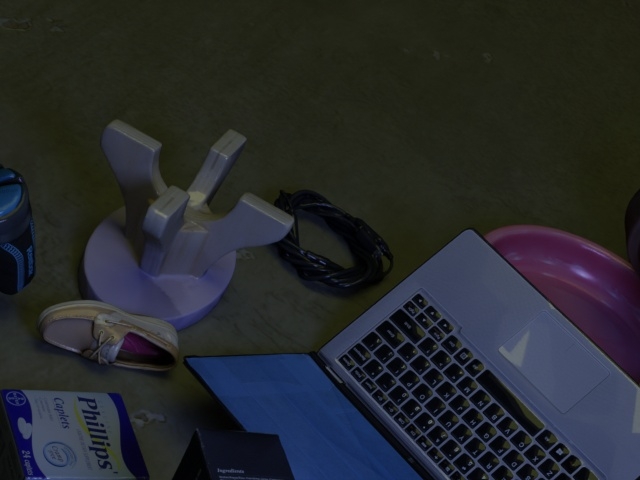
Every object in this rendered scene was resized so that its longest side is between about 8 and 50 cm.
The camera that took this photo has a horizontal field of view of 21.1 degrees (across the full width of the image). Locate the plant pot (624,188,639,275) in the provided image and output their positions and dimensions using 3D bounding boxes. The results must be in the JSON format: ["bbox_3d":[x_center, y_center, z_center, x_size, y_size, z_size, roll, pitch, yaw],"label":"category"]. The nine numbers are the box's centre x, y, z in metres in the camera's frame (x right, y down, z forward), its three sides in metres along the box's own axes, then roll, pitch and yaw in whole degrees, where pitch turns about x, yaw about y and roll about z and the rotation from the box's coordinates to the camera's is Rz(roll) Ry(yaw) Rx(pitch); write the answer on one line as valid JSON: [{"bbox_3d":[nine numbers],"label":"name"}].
[{"bbox_3d":[0.531,0.056,2.245,0.263,0.263,0.229,18,51,-12],"label":"plant pot"}]

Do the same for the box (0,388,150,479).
[{"bbox_3d":[-0.261,0.220,1.762,0.137,0.072,0.126,5,39,-30],"label":"box"}]

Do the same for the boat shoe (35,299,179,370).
[{"bbox_3d":[-0.235,0.112,1.938,0.170,0.063,0.059,10,31,-25],"label":"boat shoe"}]

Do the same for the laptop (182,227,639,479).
[{"bbox_3d":[0.136,0.178,1.928,0.408,0.236,0.382,-39,63,-11],"label":"laptop"}]

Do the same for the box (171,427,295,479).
[{"bbox_3d":[-0.084,0.286,1.603,0.093,0.156,0.158,7,38,-28],"label":"box"}]

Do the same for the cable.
[{"bbox_3d":[0.000,0.000,2.276,0.184,0.047,0.150,44,42,21],"label":"cable"}]

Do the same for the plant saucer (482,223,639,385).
[{"bbox_3d":[0.336,0.113,2.302,0.332,0.084,0.332,18,34,-13],"label":"plant saucer"}]

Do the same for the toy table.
[{"bbox_3d":[-0.172,-0.021,2.077,0.252,0.161,0.274,23,32,-5],"label":"toy table"}]

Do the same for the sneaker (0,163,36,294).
[{"bbox_3d":[-0.460,-0.039,1.959,0.340,0.140,0.125,25,50,33],"label":"sneaker"}]

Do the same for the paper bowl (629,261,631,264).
[{"bbox_3d":[0.611,0.043,2.527,0.284,0.148,0.284,17,35,-12],"label":"paper bowl"}]
